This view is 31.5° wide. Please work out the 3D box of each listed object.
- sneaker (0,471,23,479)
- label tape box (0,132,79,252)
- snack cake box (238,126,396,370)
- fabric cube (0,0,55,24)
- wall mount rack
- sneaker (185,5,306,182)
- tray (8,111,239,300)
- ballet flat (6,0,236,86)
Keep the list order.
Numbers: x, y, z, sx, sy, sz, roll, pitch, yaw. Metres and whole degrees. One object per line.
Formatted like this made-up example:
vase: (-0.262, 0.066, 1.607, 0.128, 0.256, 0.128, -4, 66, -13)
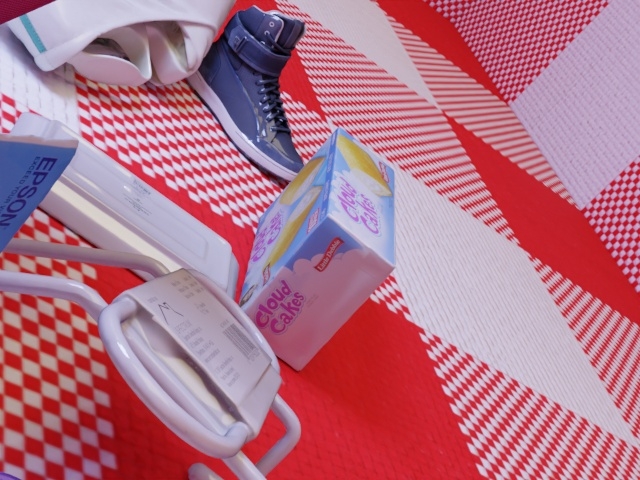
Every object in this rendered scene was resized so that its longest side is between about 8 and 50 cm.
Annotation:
sneaker: (-0.208, 0.161, 0.646, 0.071, 0.068, 0.170, 41, 6, 37)
label tape box: (-0.316, -0.016, 0.492, 0.115, 0.249, 0.348, 54, 23, 24)
snack cake box: (0.000, 0.000, 1.200, 0.089, 0.152, 0.264, 38, 20, -13)
fabric cube: (-0.197, -0.331, 0.760, 0.259, 0.258, 0.254, -119, -175, -51)
wall mount rack: (-0.149, 0.071, 0.765, 0.304, 0.130, 0.350, 47, 4, 1)
sneaker: (-0.060, -0.199, 1.468, 0.226, 0.163, 0.086, 51, 20, 15)
tray: (-0.181, -0.026, 1.088, 0.270, 0.030, 0.145, 37, 20, -18)
ballet flat: (-0.217, -0.241, 1.341, 0.139, 0.139, 0.400, 49, 25, 14)
